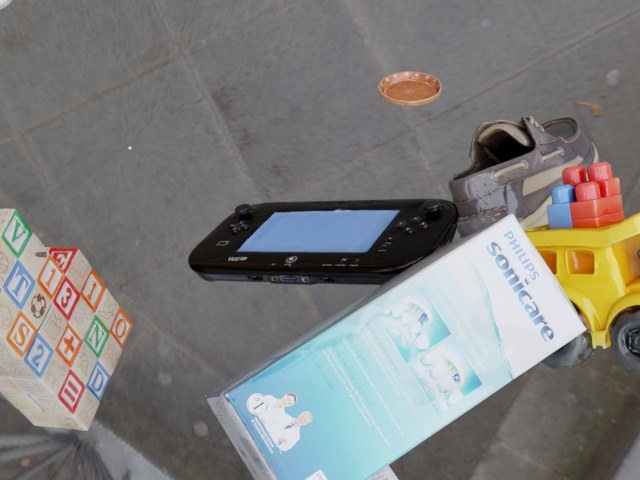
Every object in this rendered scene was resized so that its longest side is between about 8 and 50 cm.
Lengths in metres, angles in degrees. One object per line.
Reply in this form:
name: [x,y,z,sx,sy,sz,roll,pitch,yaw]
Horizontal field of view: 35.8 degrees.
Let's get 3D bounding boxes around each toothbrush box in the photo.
toothbrush box: [0.056,0.114,0.909,0.296,0.216,0.126,-32,88,-15]

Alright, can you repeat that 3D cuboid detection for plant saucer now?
plant saucer: [0.118,-0.199,1.309,0.084,0.083,0.013,-10,127,-10]

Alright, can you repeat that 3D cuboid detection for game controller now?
game controller: [0.000,0.000,1.171,0.319,0.166,0.067,-1,110,30]

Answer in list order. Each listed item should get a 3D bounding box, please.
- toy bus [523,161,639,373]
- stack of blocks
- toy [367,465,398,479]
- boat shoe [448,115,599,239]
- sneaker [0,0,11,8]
toy bus: [0.314,0.022,1.039,0.150,0.220,0.211,-9,96,-46]
stack of blocks: [-0.360,0.087,1.234,0.087,0.297,0.171,1,52,21]
toy: [-0.004,0.257,1.255,0.137,0.056,0.237,-23,127,8]
boat shoe: [0.269,-0.102,1.292,0.132,0.355,0.130,-14,109,33]
sneaker: [-0.327,-0.269,0.784,0.090,0.115,0.232,-45,127,-6]
